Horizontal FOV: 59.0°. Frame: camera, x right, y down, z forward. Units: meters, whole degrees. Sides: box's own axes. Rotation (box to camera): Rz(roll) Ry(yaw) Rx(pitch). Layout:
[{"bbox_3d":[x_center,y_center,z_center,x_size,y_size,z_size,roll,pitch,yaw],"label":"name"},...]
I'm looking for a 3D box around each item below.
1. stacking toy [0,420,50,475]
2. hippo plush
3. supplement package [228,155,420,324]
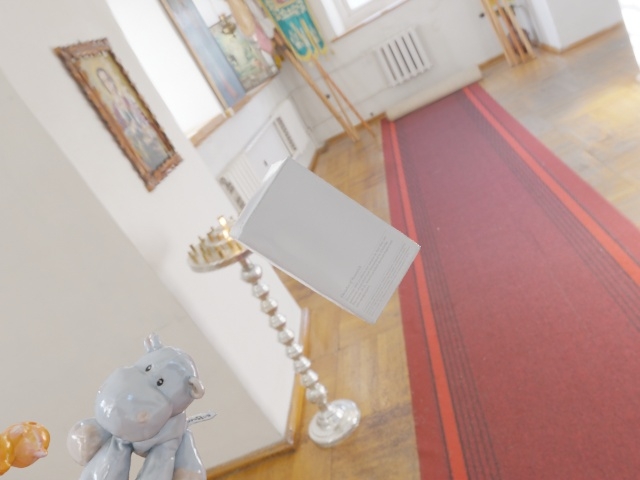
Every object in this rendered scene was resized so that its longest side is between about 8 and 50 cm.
[{"bbox_3d":[-0.371,0.230,0.515,0.175,0.165,0.302,11,4,17],"label":"stacking toy"},{"bbox_3d":[-0.262,0.305,0.950,0.294,0.234,0.236,-25,-29,-47],"label":"hippo plush"},{"bbox_3d":[0.000,0.000,0.643,0.105,0.179,0.105,-58,14,-5],"label":"supplement package"}]
